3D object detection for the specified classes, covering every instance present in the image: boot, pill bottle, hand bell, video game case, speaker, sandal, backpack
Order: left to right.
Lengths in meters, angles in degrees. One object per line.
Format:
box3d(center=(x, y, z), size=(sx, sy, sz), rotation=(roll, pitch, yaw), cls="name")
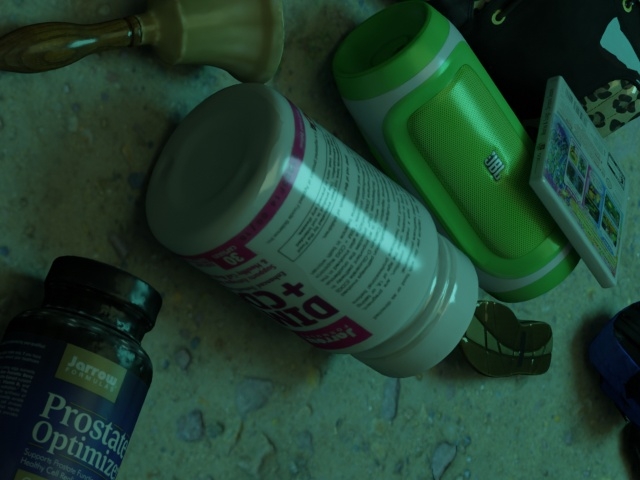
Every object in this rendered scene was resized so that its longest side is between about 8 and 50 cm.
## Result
box3d(center=(-0.203, 0.129, 1.491), size=(0.123, 0.123, 0.219), rotation=(33, 67, -37), cls="pill bottle")
box3d(center=(-0.165, -0.169, 1.572), size=(0.242, 0.126, 0.126), rotation=(-14, 98, -29), cls="hand bell")
box3d(center=(0.000, 0.000, 1.657), size=(0.283, 0.160, 0.160), rotation=(35, 66, -36), cls="pill bottle")
box3d(center=(0.133, -0.080, 1.807), size=(0.296, 0.131, 0.131), rotation=(53, 56, -28), cls="speaker")
box3d(center=(0.174, 0.100, 1.896), size=(0.180, 0.049, 0.072), rotation=(15, 84, -56), cls="sandal")
box3d(center=(0.250, -0.056, 1.837), size=(0.157, 0.019, 0.143), rotation=(51, 38, -34), cls="video game case")
box3d(center=(0.276, -0.279, 1.873), size=(0.377, 0.138, 0.284), rotation=(-40, 122, -4), cls="boot")
box3d(center=(0.338, 0.133, 2.009), size=(0.098, 0.101, 0.120), rotation=(-30, 77, -43), cls="backpack")

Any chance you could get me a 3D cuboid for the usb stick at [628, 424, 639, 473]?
box3d(center=(0.405, 0.310, 2.099), size=(0.077, 0.045, 0.278), rotation=(-34, 112, -31), cls="usb stick")
